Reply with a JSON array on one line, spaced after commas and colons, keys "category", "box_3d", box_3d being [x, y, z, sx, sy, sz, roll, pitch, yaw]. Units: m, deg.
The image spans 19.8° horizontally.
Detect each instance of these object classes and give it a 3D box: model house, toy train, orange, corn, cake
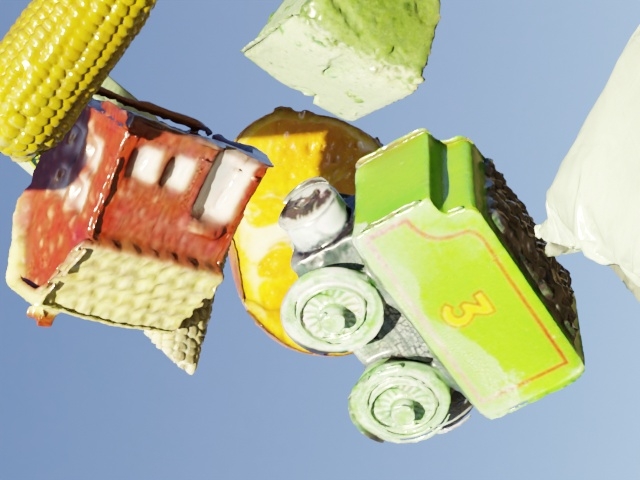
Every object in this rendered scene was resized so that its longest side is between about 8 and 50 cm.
[{"category": "model house", "box_3d": [-0.201, -0.017, 1.900, 0.196, 0.160, 0.254, 17, -76, -42]}, {"category": "toy train", "box_3d": [0.106, 0.049, 1.820, 0.307, 0.249, 0.173, 53, -158, -26]}, {"category": "orange", "box_3d": [-0.003, 0.003, 2.417, 0.274, 0.274, 0.310, 76, 167, -46]}, {"category": "corn", "box_3d": [-0.218, -0.167, 1.560, 0.262, 0.097, 0.097, -50, -20, 7]}, {"category": "corn", "box_3d": [-0.152, 0.041, 2.024, 0.087, 0.087, 0.211, 50, -129, -64]}, {"category": "cake", "box_3d": [0.056, -0.196, 1.260, 0.099, 0.100, 0.235, 40, -116, -16]}]

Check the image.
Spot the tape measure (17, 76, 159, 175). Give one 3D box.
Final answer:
[{"category": "tape measure", "box_3d": [-0.339, -0.163, 2.416, 0.207, 0.235, 0.115, -35, 19, 54]}]

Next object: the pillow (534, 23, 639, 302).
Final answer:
[{"category": "pillow", "box_3d": [0.315, -0.068, 1.414, 0.138, 0.283, 0.310, 29, -83, -34]}]
